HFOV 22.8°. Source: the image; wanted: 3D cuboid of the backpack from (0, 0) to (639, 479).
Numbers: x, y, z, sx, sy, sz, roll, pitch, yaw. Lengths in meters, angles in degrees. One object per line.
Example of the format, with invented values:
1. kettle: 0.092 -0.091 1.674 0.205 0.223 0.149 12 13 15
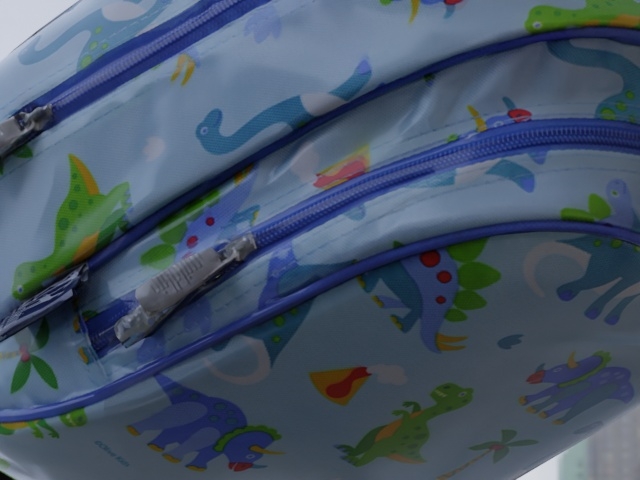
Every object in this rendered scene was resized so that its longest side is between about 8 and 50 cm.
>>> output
1. backpack: 0.000 0.000 0.639 0.290 0.355 0.273 40 -167 -46
